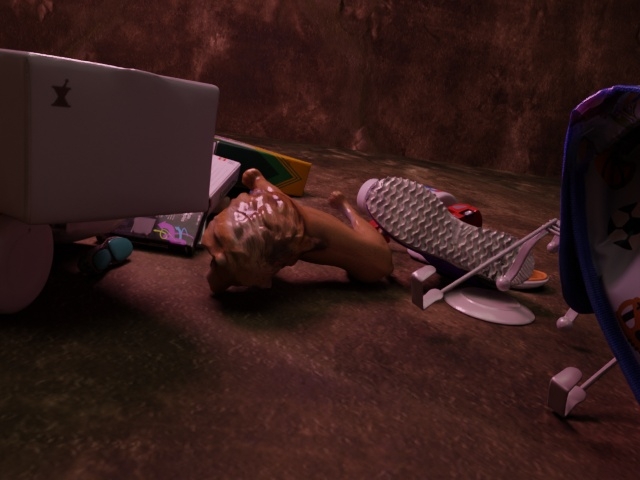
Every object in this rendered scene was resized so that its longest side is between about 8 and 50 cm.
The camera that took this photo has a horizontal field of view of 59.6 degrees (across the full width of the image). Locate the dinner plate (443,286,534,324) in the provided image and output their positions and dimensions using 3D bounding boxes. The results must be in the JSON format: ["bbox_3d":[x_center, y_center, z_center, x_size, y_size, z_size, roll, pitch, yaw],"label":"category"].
[{"bbox_3d":[0.267,0.098,0.884,0.141,0.017,0.141,9,14,-2],"label":"dinner plate"}]

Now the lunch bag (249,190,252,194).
[{"bbox_3d":[-0.123,-0.088,1.239,0.067,0.065,0.098,8,16,-4],"label":"lunch bag"}]

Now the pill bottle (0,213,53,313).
[{"bbox_3d":[-0.431,0.005,0.622,0.221,0.121,0.121,10,15,3],"label":"pill bottle"}]

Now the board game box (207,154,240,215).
[{"bbox_3d":[-0.297,-0.119,1.136,0.193,0.053,0.305,17,26,1],"label":"board game box"}]

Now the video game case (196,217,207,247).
[{"bbox_3d":[-0.242,-0.041,0.971,0.087,0.011,0.122,4,52,-9],"label":"video game case"}]

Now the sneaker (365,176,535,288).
[{"bbox_3d":[0.200,0.005,0.956,0.293,0.102,0.146,30,-14,5],"label":"sneaker"}]

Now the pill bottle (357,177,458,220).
[{"bbox_3d":[0.188,-0.071,1.245,0.124,0.124,0.221,-3,20,-38],"label":"pill bottle"}]

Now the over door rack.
[{"bbox_3d":[0.307,0.092,0.736,0.324,0.108,0.239,-17,36,-31],"label":"over door rack"}]

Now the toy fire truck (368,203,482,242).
[{"bbox_3d":[0.197,-0.026,1.081,0.192,0.047,0.135,-23,27,-15],"label":"toy fire truck"}]

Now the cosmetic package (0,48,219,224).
[{"bbox_3d":[-0.370,-0.149,0.711,0.453,0.161,0.230,16,15,35],"label":"cosmetic package"}]

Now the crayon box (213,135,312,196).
[{"bbox_3d":[-0.262,-0.225,1.513,0.363,0.106,0.313,23,13,42],"label":"crayon box"}]

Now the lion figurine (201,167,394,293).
[{"bbox_3d":[0.000,0.000,0.864,0.392,0.142,0.240,6,22,-28],"label":"lion figurine"}]

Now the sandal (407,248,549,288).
[{"bbox_3d":[0.294,0.024,1.049,0.265,0.076,0.102,15,17,21],"label":"sandal"}]

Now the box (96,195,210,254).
[{"bbox_3d":[-0.277,-0.039,0.935,0.162,0.029,0.116,9,51,2],"label":"box"}]

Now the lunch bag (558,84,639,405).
[{"bbox_3d":[0.408,0.035,0.515,0.328,0.239,0.385,-4,64,-39],"label":"lunch bag"}]

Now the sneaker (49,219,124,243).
[{"bbox_3d":[-0.422,-0.021,0.780,0.293,0.108,0.169,-5,21,-15],"label":"sneaker"}]

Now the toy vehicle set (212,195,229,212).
[{"bbox_3d":[-0.351,-0.102,1.216,0.267,0.035,0.166,1,17,-27],"label":"toy vehicle set"}]

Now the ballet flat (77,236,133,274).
[{"bbox_3d":[-0.311,0.021,0.798,0.041,0.041,0.114,10,14,5],"label":"ballet flat"}]
